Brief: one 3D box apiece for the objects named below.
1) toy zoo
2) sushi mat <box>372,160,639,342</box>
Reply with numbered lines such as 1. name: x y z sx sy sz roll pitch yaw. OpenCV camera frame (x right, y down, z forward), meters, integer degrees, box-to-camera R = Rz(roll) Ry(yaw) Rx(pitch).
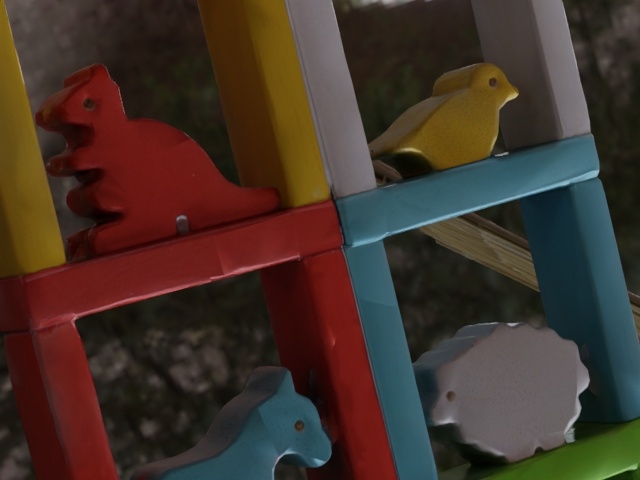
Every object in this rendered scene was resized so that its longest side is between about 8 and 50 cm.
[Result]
1. toy zoo: 0.000 0.000 0.506 0.192 0.293 0.030 -16 -177 -30
2. sushi mat: 0.169 0.038 1.016 0.317 0.151 0.019 28 -92 28
